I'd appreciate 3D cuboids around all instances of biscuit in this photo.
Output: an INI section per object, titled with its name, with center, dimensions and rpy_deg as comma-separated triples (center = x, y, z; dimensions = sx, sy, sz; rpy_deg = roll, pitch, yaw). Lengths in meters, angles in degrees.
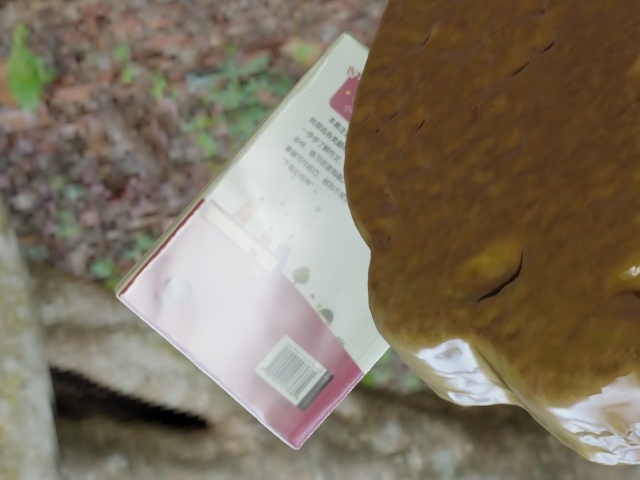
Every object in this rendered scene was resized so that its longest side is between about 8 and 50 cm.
[biscuit]
center = 0.158, -0.085, 0.708
dimensions = 0.381, 0.359, 0.074
rpy_deg = 0, 152, 48

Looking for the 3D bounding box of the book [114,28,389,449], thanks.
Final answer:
[book]
center = 0.000, 0.000, 1.261
dimensions = 0.232, 0.162, 0.022
rpy_deg = -49, -172, 0
